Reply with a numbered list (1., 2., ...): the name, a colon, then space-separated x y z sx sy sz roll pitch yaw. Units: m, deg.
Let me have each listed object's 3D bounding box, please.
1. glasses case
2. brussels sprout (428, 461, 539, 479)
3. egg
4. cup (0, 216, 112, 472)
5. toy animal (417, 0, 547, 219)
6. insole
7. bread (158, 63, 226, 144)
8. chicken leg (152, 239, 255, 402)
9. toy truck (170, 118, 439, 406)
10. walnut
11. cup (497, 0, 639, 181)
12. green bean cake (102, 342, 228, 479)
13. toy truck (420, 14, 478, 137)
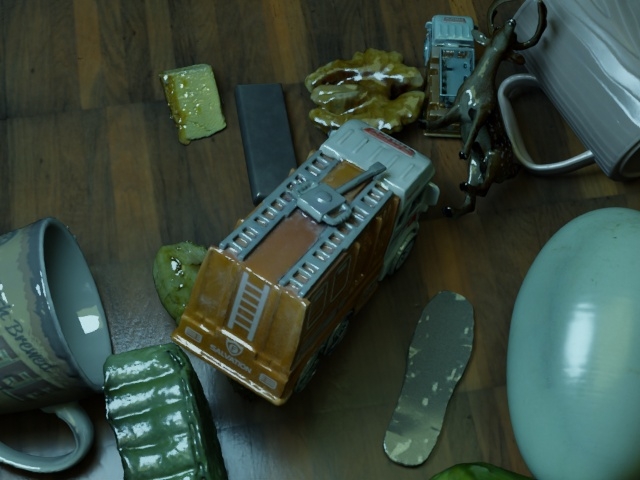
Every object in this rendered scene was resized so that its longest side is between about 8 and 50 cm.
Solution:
1. glasses case: -0.074 -0.136 1.539 0.072 0.042 0.191 -6 65 -12
2. brussels sprout: 0.186 0.402 1.134 0.314 0.276 0.371 39 27 6
3. egg: 0.341 0.136 1.319 0.229 0.230 0.371 14 70 5
4. cup: -0.397 0.151 1.334 0.256 0.227 0.301 -18 96 4
5. toy animal: 0.215 -0.177 1.425 0.087 0.244 0.260 17 44 27
6. insole: 0.144 0.176 1.414 0.081 0.011 0.248 19 65 8
7. bread: -0.182 -0.201 1.581 0.084 0.080 0.109 -16 101 -8
8. chicken leg: -0.132 0.097 1.406 0.088 0.103 0.228 -38 89 28
9. toy truck: 0.000 0.000 1.335 0.173 0.207 0.387 30 44 12
10. walnut: 0.064 -0.204 1.559 0.170 0.069 0.143 -4 63 1
11. cup: 0.389 -0.232 1.504 0.288 0.208 0.273 -24 69 -13
12. green bean cake: -0.176 0.248 1.255 0.124 0.227 0.223 -14 66 -6
13. toy truck: 0.188 -0.247 1.556 0.080 0.115 0.178 2 64 0
